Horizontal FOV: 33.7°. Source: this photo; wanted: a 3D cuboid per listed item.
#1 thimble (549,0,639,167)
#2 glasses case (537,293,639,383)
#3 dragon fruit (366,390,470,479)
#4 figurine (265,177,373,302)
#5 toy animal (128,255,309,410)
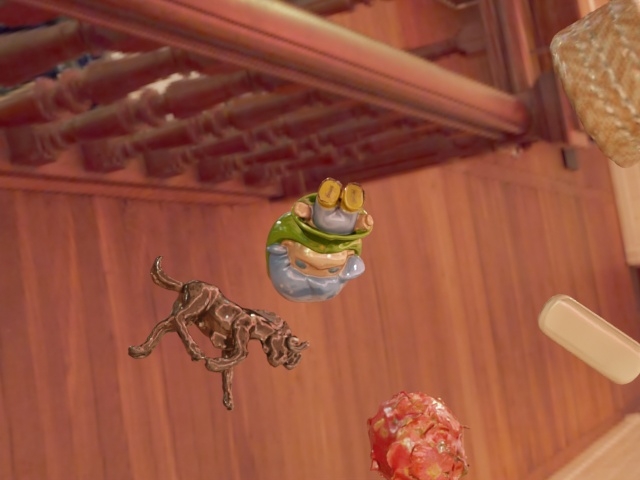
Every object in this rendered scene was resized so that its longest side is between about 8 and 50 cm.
[{"bbox_3d":[0.408,-0.215,1.381,0.196,0.148,0.229,54,27,-12],"label":"thimble"},{"bbox_3d":[0.471,0.171,1.839,0.196,0.083,0.050,36,9,8],"label":"glasses case"},{"bbox_3d":[0.191,0.398,2.129,0.205,0.210,0.268,51,20,-15],"label":"dragon fruit"},{"bbox_3d":[0.000,0.000,1.673,0.263,0.162,0.143,115,-26,-51],"label":"figurine"},{"bbox_3d":[-0.137,0.119,1.375,0.232,0.084,0.148,29,49,2],"label":"toy animal"}]
